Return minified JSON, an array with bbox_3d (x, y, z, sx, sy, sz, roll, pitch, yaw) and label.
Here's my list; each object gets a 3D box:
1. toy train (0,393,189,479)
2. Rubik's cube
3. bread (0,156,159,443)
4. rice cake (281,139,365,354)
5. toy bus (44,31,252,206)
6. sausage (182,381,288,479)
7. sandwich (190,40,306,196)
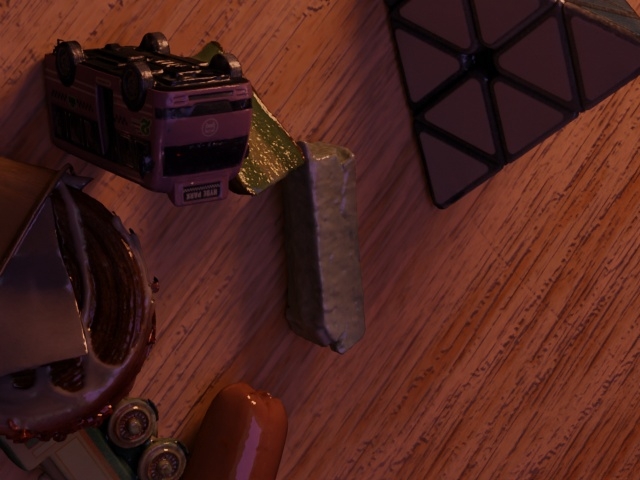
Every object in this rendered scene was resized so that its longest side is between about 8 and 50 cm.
[{"bbox_3d":[-0.199,0.169,1.313,0.125,0.081,0.194,-37,122,-13],"label":"toy train"},{"bbox_3d":[0.186,-0.194,1.469,0.228,0.229,0.233,-14,157,4],"label":"Rubik's cube"},{"bbox_3d":[-0.232,0.051,1.195,0.212,0.142,0.224,30,80,-2],"label":"bread"},{"bbox_3d":[0.000,0.001,1.425,0.063,0.069,0.207,-14,107,-31],"label":"rice cake"},{"bbox_3d":[-0.139,-0.101,1.211,0.096,0.199,0.108,-10,110,-34],"label":"toy bus"},{"bbox_3d":[-0.101,0.271,1.405,0.086,0.086,0.289,18,89,-38],"label":"sausage"},{"bbox_3d":[-0.076,-0.107,1.334,0.074,0.074,0.116,-36,121,-25],"label":"sandwich"}]
